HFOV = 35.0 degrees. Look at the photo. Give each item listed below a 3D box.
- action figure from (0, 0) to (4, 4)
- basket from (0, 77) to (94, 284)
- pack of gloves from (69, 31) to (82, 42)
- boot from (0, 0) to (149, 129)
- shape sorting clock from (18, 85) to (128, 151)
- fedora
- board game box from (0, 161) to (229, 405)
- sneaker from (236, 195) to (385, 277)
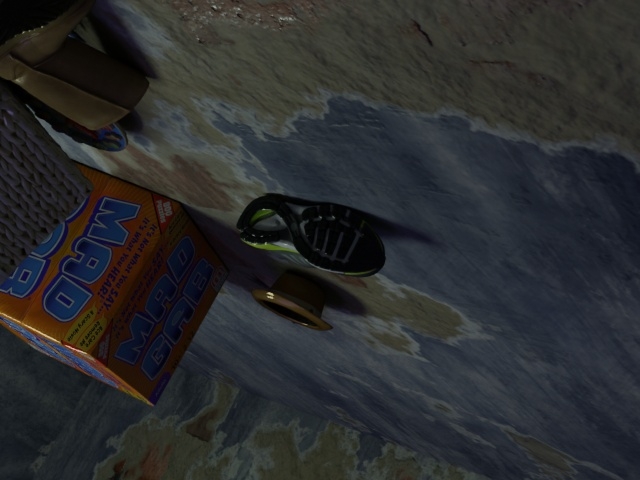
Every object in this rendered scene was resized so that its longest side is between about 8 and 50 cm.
[{"bbox_3d":[-0.495,-0.307,1.479,0.285,0.099,0.185,-10,138,18],"label":"action figure"},{"bbox_3d":[-0.618,-0.155,1.749,0.328,0.266,0.331,45,172,31],"label":"basket"},{"bbox_3d":[-0.477,-0.349,1.541,0.195,0.046,0.232,-5,146,35],"label":"pack of gloves"},{"bbox_3d":[-0.335,-0.268,1.433,0.236,0.089,0.269,-22,157,23],"label":"boot"},{"bbox_3d":[-0.426,-0.212,1.742,0.206,0.040,0.206,19,157,8],"label":"shape sorting clock"},{"bbox_3d":[-0.049,0.122,2.116,0.194,0.079,0.194,22,166,6],"label":"fedora"},{"bbox_3d":[-0.477,0.089,2.205,0.356,0.356,0.356,21,161,21],"label":"board game box"},{"bbox_3d":[0.000,0.000,1.701,0.300,0.111,0.121,20,171,42],"label":"sneaker"}]
